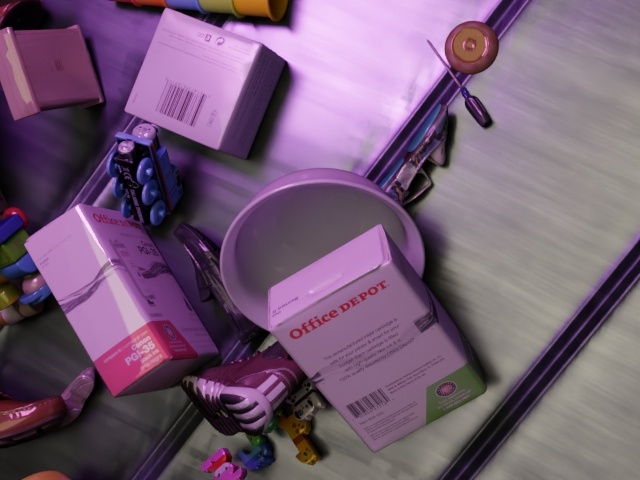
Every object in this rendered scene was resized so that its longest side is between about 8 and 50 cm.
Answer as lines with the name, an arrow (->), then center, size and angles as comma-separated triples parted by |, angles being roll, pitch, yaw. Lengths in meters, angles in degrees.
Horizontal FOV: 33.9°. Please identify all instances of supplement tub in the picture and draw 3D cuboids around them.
supplement tub -> -0.577, -0.430, 1.804 | 0.198, 0.106, 0.106 | 42, 99, 14

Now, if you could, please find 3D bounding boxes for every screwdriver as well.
screwdriver -> 0.211, -0.244, 1.605 | 0.025, 0.024, 0.169 | -23, 72, -15

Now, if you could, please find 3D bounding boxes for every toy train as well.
toy train -> -0.277, -0.104, 1.656 | 0.080, 0.184, 0.105 | 14, 54, 17
toy train -> -0.538, 0.053, 1.689 | 0.248, 0.105, 0.143 | -19, 112, 38

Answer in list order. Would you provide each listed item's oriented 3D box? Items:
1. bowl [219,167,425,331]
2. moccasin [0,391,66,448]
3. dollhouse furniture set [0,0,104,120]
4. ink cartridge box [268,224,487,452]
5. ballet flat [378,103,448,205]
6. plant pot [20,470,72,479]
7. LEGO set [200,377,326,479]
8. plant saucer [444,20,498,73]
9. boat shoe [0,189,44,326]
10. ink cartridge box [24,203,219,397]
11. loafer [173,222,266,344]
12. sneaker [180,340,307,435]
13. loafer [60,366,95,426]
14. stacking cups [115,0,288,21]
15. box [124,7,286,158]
bowl -> 0.000, 0.000, 1.562 | 0.298, 0.134, 0.297 | -2, 126, -3
moccasin -> -0.600, 0.277, 1.739 | 0.380, 0.139, 0.146 | -6, 82, 21
dollhouse furniture set -> -0.567, -0.289, 1.732 | 0.304, 0.198, 0.286 | -14, 97, 22
ink cartridge box -> 0.080, 0.142, 1.499 | 0.198, 0.114, 0.273 | -31, 117, 13
ballet flat -> 0.151, -0.118, 1.598 | 0.070, 0.070, 0.188 | 39, 100, 15
plant pot -> -0.404, 0.500, 1.639 | 0.239, 0.254, 0.254 | 42, 99, 29
LEGO set -> -0.060, 0.317, 1.614 | 0.227, 0.087, 0.093 | -42, 62, 10
plant saucer -> 0.229, -0.296, 1.601 | 0.084, 0.015, 0.083 | -1, 86, 17
boat shoe -> -0.575, 0.002, 1.775 | 0.103, 0.113, 0.302 | -24, 81, 8
ink cartridge box -> -0.307, 0.092, 1.639 | 0.117, 0.207, 0.283 | -35, 78, 11
loafer -> -0.166, 0.066, 1.667 | 0.078, 0.076, 0.223 | -42, 80, 3
sneaker -> -0.098, 0.212, 1.597 | 0.162, 0.281, 0.106 | -40, 106, -23
loafer -> -0.411, 0.262, 1.753 | 0.045, 0.039, 0.125 | 35, 114, -12
stacking cups -> -0.214, -0.412, 1.698 | 0.316, 0.096, 0.096 | 8, 89, 17
box -> -0.181, -0.246, 1.667 | 0.181, 0.119, 0.181 | 23, 93, 17
